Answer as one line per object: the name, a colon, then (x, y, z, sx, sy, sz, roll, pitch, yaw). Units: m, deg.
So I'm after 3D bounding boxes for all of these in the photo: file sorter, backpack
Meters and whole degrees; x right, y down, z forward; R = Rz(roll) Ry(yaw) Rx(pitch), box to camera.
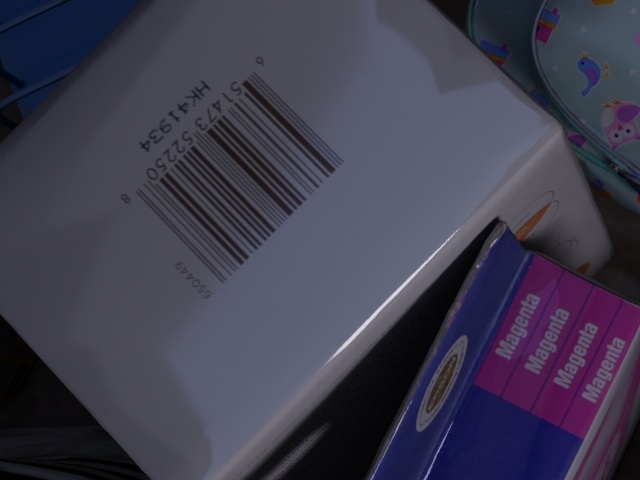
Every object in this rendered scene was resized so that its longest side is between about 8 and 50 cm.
file sorter: (-0.137, -0.120, 1.087, 0.118, 0.104, 0.170, -24, 77, 7)
backpack: (0.170, -0.107, 1.002, 0.188, 0.144, 0.166, 37, 96, 18)

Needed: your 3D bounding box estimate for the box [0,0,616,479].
box: (0.000, 0.000, 0.914, 0.215, 0.345, 0.168, -45, 75, 2)

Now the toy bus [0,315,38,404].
toy bus: (-0.313, -0.028, 1.096, 0.333, 0.130, 0.108, 27, 89, 14)

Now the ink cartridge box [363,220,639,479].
ink cartridge box: (0.060, 0.171, 0.884, 0.071, 0.330, 0.324, 26, 88, 14)

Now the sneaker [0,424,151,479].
sneaker: (-0.269, 0.151, 0.994, 0.447, 0.257, 0.169, -4, 81, 12)
